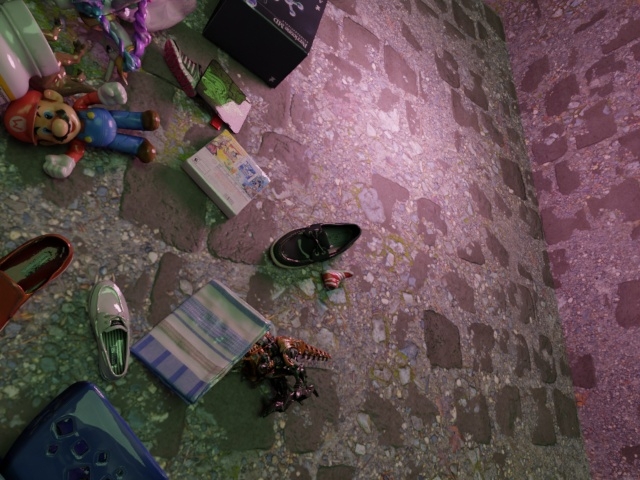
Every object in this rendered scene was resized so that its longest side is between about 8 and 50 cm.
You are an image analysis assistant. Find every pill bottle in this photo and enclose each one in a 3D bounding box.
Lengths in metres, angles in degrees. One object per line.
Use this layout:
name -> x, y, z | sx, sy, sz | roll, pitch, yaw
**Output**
pill bottle -> -0.700, -0.336, 0.855 | 0.334, 0.188, 0.188 | -32, 94, -22

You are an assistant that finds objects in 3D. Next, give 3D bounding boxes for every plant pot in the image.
plant pot -> -0.451, 0.412, 0.807 | 0.212, 0.236, 0.236 | -39, 100, -36

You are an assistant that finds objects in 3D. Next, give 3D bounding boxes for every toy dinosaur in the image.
toy dinosaur -> -0.104, 0.326, 1.189 | 0.322, 0.164, 0.218 | -9, 61, -20
toy dinosaur -> -0.662, -0.411, 1.029 | 0.296, 0.127, 0.200 | 48, 49, -20

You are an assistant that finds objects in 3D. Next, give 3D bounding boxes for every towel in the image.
towel -> -0.281, 0.231, 1.092 | 0.209, 0.034, 0.285 | 37, 48, 11

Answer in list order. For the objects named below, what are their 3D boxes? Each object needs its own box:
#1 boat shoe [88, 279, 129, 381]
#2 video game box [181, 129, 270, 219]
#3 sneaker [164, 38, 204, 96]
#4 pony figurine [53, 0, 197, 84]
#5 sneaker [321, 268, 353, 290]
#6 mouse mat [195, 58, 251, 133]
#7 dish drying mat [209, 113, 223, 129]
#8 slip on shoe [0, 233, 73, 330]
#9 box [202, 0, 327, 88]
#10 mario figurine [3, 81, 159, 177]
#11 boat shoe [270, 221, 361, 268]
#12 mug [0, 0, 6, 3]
boat shoe -> -0.452, 0.192, 0.991 | 0.083, 0.076, 0.226 | -7, 77, -41
video game box -> -0.270, -0.195, 1.316 | 0.205, 0.048, 0.187 | 49, 51, -14
sneaker -> -0.394, -0.512, 1.331 | 0.075, 0.063, 0.170 | -38, 103, -42
pony figurine -> -0.510, -0.637, 1.166 | 0.351, 0.303, 0.363 | -37, 103, -5
sneaker -> 0.059, 0.130, 1.463 | 0.118, 0.042, 0.067 | 4, 67, -31
mouse mat -> -0.293, -0.442, 1.387 | 0.189, 0.007, 0.153 | 45, 49, -38
dish drying mat -> -0.310, -0.376, 1.381 | 0.032, 0.008, 0.083 | 35, 54, -26
slip on shoe -> -0.622, 0.098, 0.872 | 0.123, 0.101, 0.331 | 50, 50, -15
box -> -0.168, -0.782, 1.524 | 0.293, 0.212, 0.395 | 31, 56, -28
mario figurine -> -0.535, -0.253, 1.040 | 0.320, 0.170, 0.198 | -2, 76, -42
boat shoe -> 0.002, 0.004, 1.417 | 0.340, 0.113, 0.127 | -7, 78, -41
mug -> -0.768, -0.611, 1.057 | 0.062, 0.064, 0.078 | 4, 70, -38
